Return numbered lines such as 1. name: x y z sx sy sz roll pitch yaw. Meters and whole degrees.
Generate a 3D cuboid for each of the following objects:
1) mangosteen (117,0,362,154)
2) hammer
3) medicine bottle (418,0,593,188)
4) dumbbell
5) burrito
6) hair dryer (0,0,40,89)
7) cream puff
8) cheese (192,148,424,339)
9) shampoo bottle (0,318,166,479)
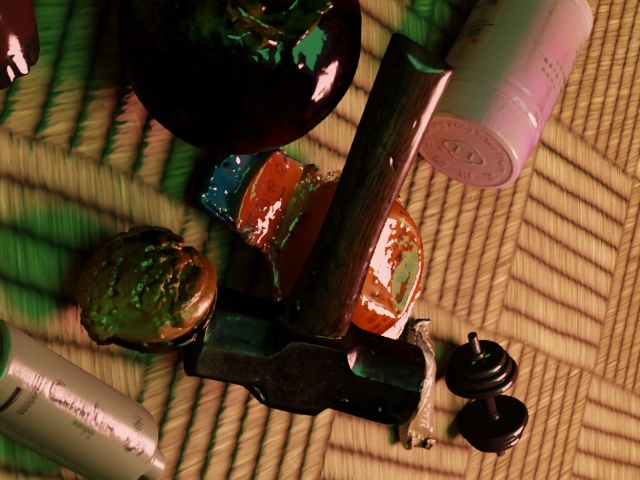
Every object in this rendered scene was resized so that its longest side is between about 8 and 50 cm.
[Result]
1. mangosteen: -0.066 -0.197 1.136 0.231 0.289 0.231 1 87 -11
2. hammer: 0.033 -0.009 1.246 0.242 0.095 0.409 15 115 -13
3. medicine bottle: 0.229 -0.206 1.607 0.254 0.152 0.152 -60 137 -26
4. dumbbell: 0.223 0.209 1.712 0.099 0.099 0.208 -44 130 -38
5. burrito: 0.125 0.186 1.632 0.051 0.042 0.171 -5 103 -48
6. hair dryer: -0.390 -0.161 0.896 0.340 0.123 0.312 -50 122 -20
7. cream puff: -0.161 0.041 1.180 0.133 0.119 0.104 -4 140 -23
8. cheese: 0.000 0.000 1.375 0.329 0.129 0.217 38 69 -36
9. shampoo bottle: -0.224 0.159 1.148 0.262 0.085 0.085 43 63 -47
